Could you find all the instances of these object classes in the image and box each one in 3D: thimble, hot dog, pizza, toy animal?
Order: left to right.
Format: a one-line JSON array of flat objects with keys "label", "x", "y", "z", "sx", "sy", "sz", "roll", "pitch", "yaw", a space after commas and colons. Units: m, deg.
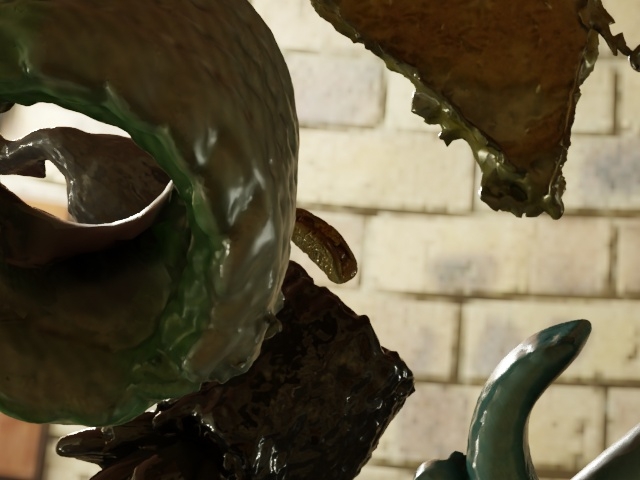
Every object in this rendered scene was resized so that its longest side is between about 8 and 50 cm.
[{"label": "thimble", "x": -0.109, "y": -0.029, "z": 0.857, "sx": 0.219, "sy": 0.150, "sz": 0.219, "roll": 3, "pitch": -58, "yaw": 6}, {"label": "toy animal", "x": -0.157, "y": -0.044, "z": 1.492, "sx": 0.324, "sy": 0.090, "sz": 0.195, "roll": 13, "pitch": -39, "yaw": 31}, {"label": "hot dog", "x": 0.000, "y": 0.000, "z": 1.729, "sx": 0.090, "sy": 0.030, "sz": 0.034, "roll": 45, "pitch": -39, "yaw": 10}, {"label": "pizza", "x": 0.081, "y": -0.143, "z": 1.088, "sx": 0.280, "sy": 0.287, "sz": 0.075, "roll": -14, "pitch": -9, "yaw": 13}]

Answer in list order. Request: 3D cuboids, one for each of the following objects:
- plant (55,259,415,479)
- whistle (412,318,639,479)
[{"label": "plant", "x": -0.075, "y": 0.180, "z": 1.531, "sx": 0.181, "sy": 0.320, "sz": 0.194, "roll": 46, "pitch": -7, "yaw": -38}, {"label": "whistle", "x": 0.109, "y": 0.139, "z": 0.742, "sx": 0.186, "sy": 0.274, "sz": 0.093, "roll": 46, "pitch": 10, "yaw": 0}]
